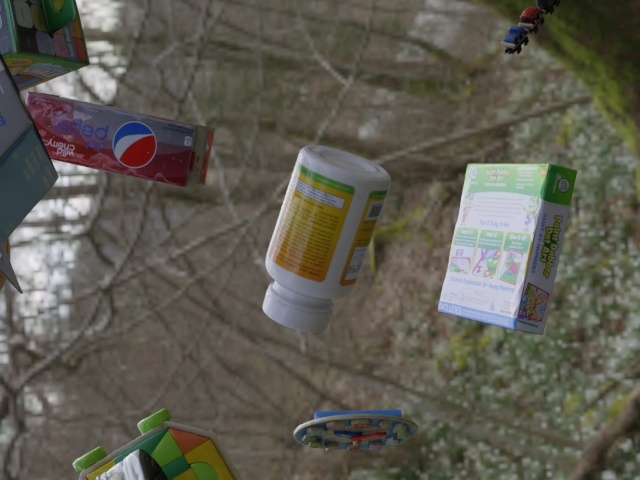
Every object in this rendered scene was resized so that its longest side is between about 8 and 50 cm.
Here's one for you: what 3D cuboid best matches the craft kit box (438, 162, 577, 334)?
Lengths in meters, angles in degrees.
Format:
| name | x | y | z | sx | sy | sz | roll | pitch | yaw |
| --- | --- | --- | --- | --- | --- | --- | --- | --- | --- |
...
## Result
| name | x | y | z | sx | sy | sz | roll | pitch | yaw |
| --- | --- | --- | --- | --- | --- | --- | --- | --- | --- |
| craft kit box | 0.278 | 0.006 | 1.837 | 0.250 | 0.061 | 0.246 | -169 | 89 | -68 |

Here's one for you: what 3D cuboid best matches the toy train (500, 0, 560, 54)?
| name | x | y | z | sx | sy | sz | roll | pitch | yaw |
| --- | --- | --- | --- | --- | --- | --- | --- | --- | --- |
| toy train | 0.313 | -0.327 | 1.791 | 0.158 | 0.027 | 0.036 | -50 | -39 | -32 |

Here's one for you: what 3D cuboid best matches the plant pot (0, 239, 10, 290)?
| name | x | y | z | sx | sy | sz | roll | pitch | yaw |
| --- | --- | --- | --- | --- | --- | --- | --- | --- | --- |
| plant pot | -0.531 | 0.036 | 1.687 | 0.188 | 0.205 | 0.205 | 115 | 151 | -72 |

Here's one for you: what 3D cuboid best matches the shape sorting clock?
| name | x | y | z | sx | sy | sz | roll | pitch | yaw |
| --- | --- | --- | --- | --- | --- | --- | --- | --- | --- |
| shape sorting clock | 0.059 | 0.321 | 2.006 | 0.206 | 0.206 | 0.040 | 94 | 174 | -62 |

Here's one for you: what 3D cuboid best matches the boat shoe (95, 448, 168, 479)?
| name | x | y | z | sx | sy | sz | roll | pitch | yaw |
| --- | --- | --- | --- | --- | --- | --- | --- | --- | --- |
| boat shoe | -0.251 | 0.447 | 1.724 | 0.118 | 0.103 | 0.320 | 53 | -170 | -49 |

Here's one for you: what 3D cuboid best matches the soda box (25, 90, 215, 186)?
| name | x | y | z | sx | sy | sz | roll | pitch | yaw |
| --- | --- | --- | --- | --- | --- | --- | --- | --- | --- |
| soda box | -0.290 | -0.142 | 1.720 | 0.083 | 0.263 | 0.092 | -13 | -65 | -75 |

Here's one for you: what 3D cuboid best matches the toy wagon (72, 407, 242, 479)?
| name | x | y | z | sx | sy | sz | roll | pitch | yaw |
| --- | --- | --- | --- | --- | --- | --- | --- | --- | --- |
| toy wagon | -0.288 | 0.443 | 1.914 | 0.267 | 0.344 | 0.068 | 59 | 171 | 4 |

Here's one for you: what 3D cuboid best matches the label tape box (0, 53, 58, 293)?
| name | x | y | z | sx | sy | sz | roll | pitch | yaw |
| --- | --- | --- | --- | --- | --- | --- | --- | --- | --- |
| label tape box | -0.378 | -0.125 | 1.369 | 0.333 | 0.106 | 0.240 | 62 | 170 | 7 |

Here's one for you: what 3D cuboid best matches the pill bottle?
| name | x | y | z | sx | sy | sz | roll | pitch | yaw |
| --- | --- | --- | --- | --- | --- | --- | --- | --- | --- |
| pill bottle | 0.000 | 0.000 | 1.724 | 0.136 | 0.136 | 0.245 | -105 | 32 | -71 |

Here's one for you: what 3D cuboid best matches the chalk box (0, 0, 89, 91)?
| name | x | y | z | sx | sy | sz | roll | pitch | yaw |
| --- | --- | --- | --- | --- | --- | --- | --- | --- | --- |
| chalk box | -0.488 | -0.341 | 1.881 | 0.179 | 0.289 | 0.180 | -1 | -102 | -65 |
